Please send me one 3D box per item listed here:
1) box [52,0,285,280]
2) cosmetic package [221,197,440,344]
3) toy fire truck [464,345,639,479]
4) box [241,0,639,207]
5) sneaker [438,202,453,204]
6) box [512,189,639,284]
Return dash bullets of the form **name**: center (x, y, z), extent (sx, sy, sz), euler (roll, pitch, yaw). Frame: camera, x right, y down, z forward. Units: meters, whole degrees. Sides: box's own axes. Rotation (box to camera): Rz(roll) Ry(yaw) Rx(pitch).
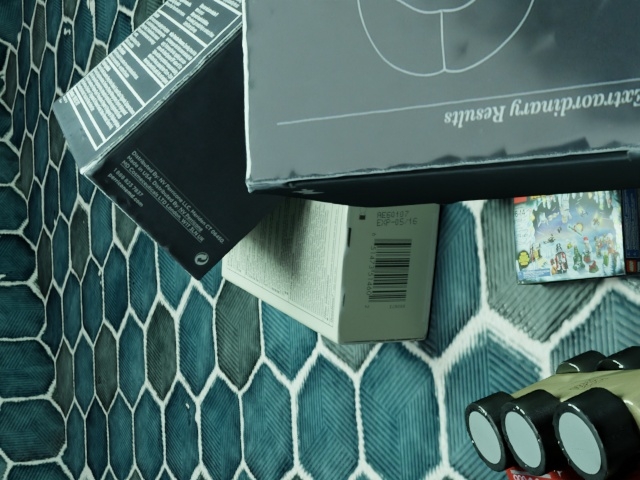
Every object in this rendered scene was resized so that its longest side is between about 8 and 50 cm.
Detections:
- **box**: center (-0.114, -0.155, 1.171), extent (0.294, 0.183, 0.296), euler (-44, 28, 1)
- **cosmetic package**: center (0.000, 0.000, 1.197), extent (0.309, 0.113, 0.160), euler (25, 112, 61)
- **toy fire truck**: center (0.213, 0.216, 0.760), extent (0.246, 0.158, 0.217), euler (69, 161, 2)
- **box**: center (0.118, -0.230, 0.732), extent (0.293, 0.212, 0.395), euler (-3, 86, 29)
- **sneaker**: center (0.159, -0.144, 0.919), extent (0.296, 0.104, 0.147), euler (-49, 62, 43)
- **box**: center (0.209, -0.013, 0.879), extent (0.137, 0.027, 0.094), euler (-13, 77, 62)
